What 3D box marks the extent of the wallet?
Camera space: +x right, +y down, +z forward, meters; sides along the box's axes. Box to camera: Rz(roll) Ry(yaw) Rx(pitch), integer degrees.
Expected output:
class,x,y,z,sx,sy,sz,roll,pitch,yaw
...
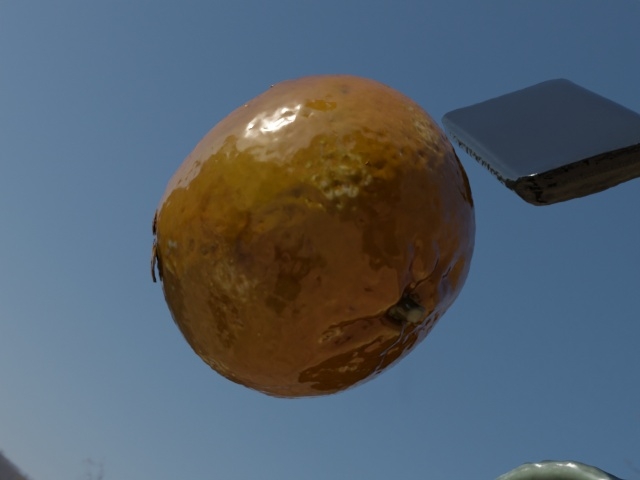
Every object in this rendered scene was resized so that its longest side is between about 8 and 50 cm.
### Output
class,x,y,z,sx,sy,sz,roll,pitch,yaw
wallet,0.204,-0.093,0.965,0.250,0.149,0.044,-123,-162,-67

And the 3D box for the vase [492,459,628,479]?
class,x,y,z,sx,sy,sz,roll,pitch,yaw
vase,0.144,0.315,0.834,0.245,0.245,0.291,21,13,33

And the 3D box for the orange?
class,x,y,z,sx,sy,sz,roll,pitch,yaw
orange,-0.002,0.000,0.708,0.219,0.219,0.193,88,-24,-59
